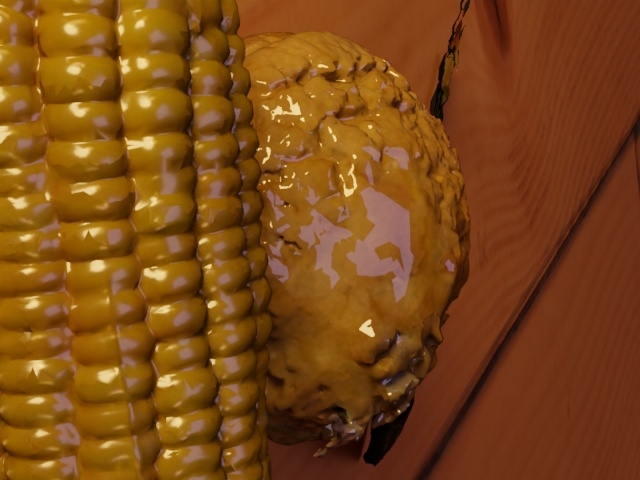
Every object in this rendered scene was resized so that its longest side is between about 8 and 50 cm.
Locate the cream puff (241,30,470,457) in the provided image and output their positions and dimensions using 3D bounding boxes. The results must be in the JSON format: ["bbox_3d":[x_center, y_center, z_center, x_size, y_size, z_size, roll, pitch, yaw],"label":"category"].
[{"bbox_3d":[0.000,0.000,0.525,0.189,0.130,0.189,0,90,-58],"label":"cream puff"}]

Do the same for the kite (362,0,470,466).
[{"bbox_3d":[0.056,-0.012,0.687,0.152,0.015,0.285,109,-6,-66],"label":"kite"}]

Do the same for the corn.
[{"bbox_3d":[-0.077,0.063,0.394,0.131,0.131,0.344,-24,115,-58],"label":"corn"}]
